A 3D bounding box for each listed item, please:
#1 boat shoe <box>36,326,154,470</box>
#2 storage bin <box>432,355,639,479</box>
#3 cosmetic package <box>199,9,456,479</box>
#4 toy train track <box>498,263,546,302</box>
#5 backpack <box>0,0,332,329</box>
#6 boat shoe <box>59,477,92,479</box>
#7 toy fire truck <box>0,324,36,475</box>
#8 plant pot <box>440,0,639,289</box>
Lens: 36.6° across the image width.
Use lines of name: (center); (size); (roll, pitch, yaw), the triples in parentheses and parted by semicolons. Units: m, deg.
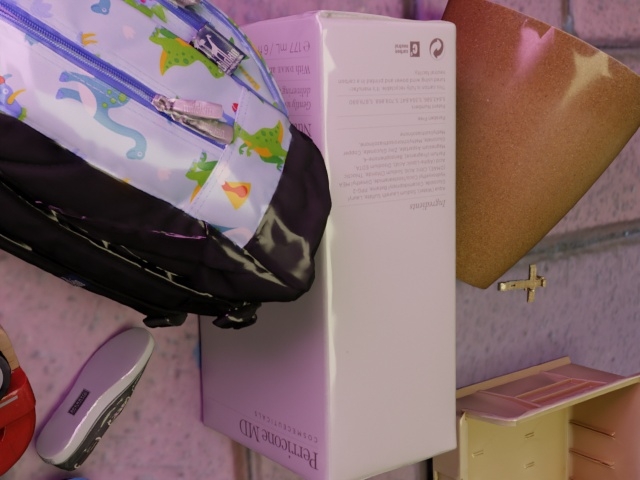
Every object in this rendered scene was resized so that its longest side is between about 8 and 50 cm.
boat shoe: (-0.194, 0.140, 0.861); (0.142, 0.049, 0.040); (-52, 142, -17)
storage bin: (0.265, 0.299, 1.171); (0.260, 0.123, 0.262); (-9, 103, -36)
cosmetic package: (0.000, 0.000, 0.877); (0.156, 0.217, 0.385); (-6, 98, -36)
toy train track: (0.253, 0.055, 1.194); (0.083, 0.014, 0.048); (-3, 98, -36)
backpack: (-0.195, -0.100, 0.700); (0.355, 0.290, 0.273); (18, 78, -30)
boat shoe: (-0.250, 0.327, 0.812); (0.109, 0.089, 0.258); (29, 59, -22)
toy fire truck: (-0.311, 0.189, 0.734); (0.217, 0.158, 0.246); (-28, 132, -25)
plant pot: (0.180, -0.088, 1.012); (0.237, 0.237, 0.254); (23, 99, -36)
